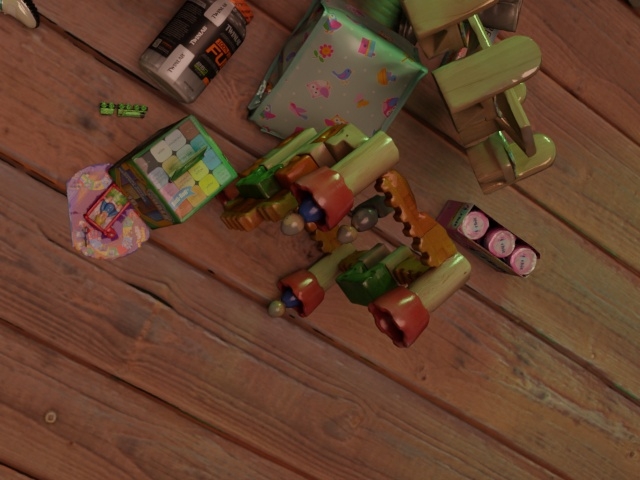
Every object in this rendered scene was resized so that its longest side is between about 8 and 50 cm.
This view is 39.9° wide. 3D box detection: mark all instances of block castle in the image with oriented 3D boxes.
[{"bbox_3d":[0.000,0.000,1.418,0.213,0.453,0.303,-38,107,-18],"label":"block castle"}]

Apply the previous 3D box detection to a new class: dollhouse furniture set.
[{"bbox_3d":[0.288,-0.336,1.412,0.256,0.362,0.394,-24,67,11],"label":"dollhouse furniture set"}]

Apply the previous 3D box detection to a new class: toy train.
[{"bbox_3d":[-0.337,-0.223,1.508,0.083,0.017,0.023,2,105,-18],"label":"toy train"}]

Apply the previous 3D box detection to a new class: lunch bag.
[{"bbox_3d":[0.023,-0.266,1.543,0.223,0.160,0.262,26,120,-19],"label":"lunch bag"}]

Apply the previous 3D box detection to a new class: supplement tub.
[{"bbox_3d":[-0.206,-0.335,1.485,0.117,0.117,0.190,40,84,-18],"label":"supplement tub"}]

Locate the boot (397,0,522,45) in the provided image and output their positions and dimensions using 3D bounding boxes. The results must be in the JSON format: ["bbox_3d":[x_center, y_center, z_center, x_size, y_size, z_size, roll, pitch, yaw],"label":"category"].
[{"bbox_3d":[0.255,-0.408,1.608,0.209,0.076,0.189,17,92,4],"label":"boot"}]

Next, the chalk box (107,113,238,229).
[{"bbox_3d":[-0.235,-0.111,1.439,0.132,0.213,0.132,-42,106,-22],"label":"chalk box"}]

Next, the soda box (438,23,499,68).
[{"bbox_3d":[0.293,-0.387,1.669,0.058,0.063,0.183,27,88,-19],"label":"soda box"}]

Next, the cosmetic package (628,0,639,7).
[{"bbox_3d":[0.583,-0.642,1.606,0.453,0.161,0.230,29,85,-40],"label":"cosmetic package"}]

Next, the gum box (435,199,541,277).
[{"bbox_3d":[0.324,0.000,1.701,0.188,0.107,0.062,34,85,-19],"label":"gum box"}]

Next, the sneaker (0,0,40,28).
[{"bbox_3d":[-0.526,-0.393,1.414,0.075,0.057,0.161,-39,108,7],"label":"sneaker"}]

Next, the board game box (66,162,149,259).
[{"bbox_3d":[-0.362,-0.048,1.512,0.133,0.033,0.168,-5,98,-17],"label":"board game box"}]
